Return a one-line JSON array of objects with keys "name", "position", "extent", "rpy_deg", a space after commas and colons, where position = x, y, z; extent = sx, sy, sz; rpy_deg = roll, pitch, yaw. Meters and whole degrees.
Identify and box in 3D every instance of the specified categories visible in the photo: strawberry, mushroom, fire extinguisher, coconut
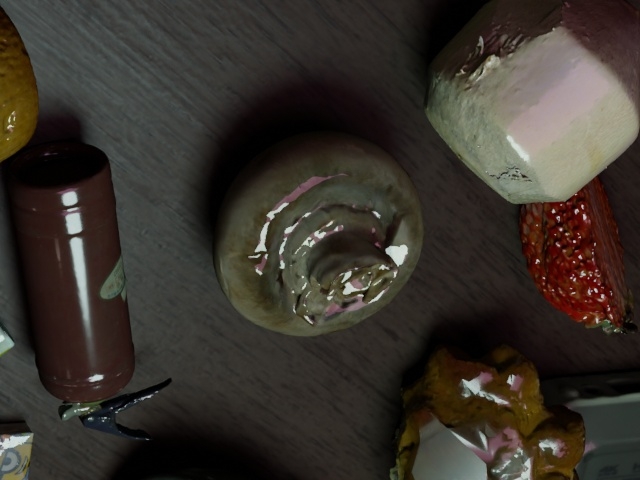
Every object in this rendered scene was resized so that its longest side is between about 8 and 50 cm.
[{"name": "strawberry", "position": [0.277, 0.002, 1.918], "extent": [0.107, 0.175, 0.236], "rpy_deg": [-15, 90, 17]}, {"name": "mushroom", "position": [0.000, 0.000, 1.740], "extent": [0.226, 0.178, 0.226], "rpy_deg": [-8, 123, -12]}, {"name": "fire extinguisher", "position": [-0.225, 0.070, 1.712], "extent": [0.138, 0.102, 0.344], "rpy_deg": [-17, 123, -20]}, {"name": "coconut", "position": [0.229, -0.162, 1.749], "extent": [0.224, 0.224, 0.234], "rpy_deg": [33, 102, -36]}]

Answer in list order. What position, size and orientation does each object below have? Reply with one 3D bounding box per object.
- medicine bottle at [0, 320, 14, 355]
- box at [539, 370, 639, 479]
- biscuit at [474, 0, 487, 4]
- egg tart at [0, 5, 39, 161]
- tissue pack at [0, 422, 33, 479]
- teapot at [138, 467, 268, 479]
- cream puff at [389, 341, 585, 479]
[{"name": "medicine bottle", "position": [-0.351, 0.109, 1.704], "extent": [0.083, 0.047, 0.047], "rpy_deg": [-37, 127, -4]}, {"name": "box", "position": [0.390, 0.336, 2.177], "extent": [0.367, 0.090, 0.373], "rpy_deg": [-3, 119, -26]}, {"name": "biscuit", "position": [0.217, -0.358, 1.749], "extent": [0.231, 0.016, 0.139], "rpy_deg": [-43, 126, 1]}, {"name": "egg tart", "position": [-0.346, -0.131, 1.502], "extent": [0.147, 0.202, 0.202], "rpy_deg": [-24, 126, -31]}, {"name": "tissue pack", "position": [-0.345, 0.224, 1.778], "extent": [0.083, 0.035, 0.063], "rpy_deg": [-2, 115, -27]}, {"name": "teapot", "position": [-0.067, 0.390, 1.855], "extent": [0.239, 0.321, 0.239], "rpy_deg": [-2, 134, -49]}, {"name": "cream puff", "position": [0.180, 0.252, 1.962], "extent": [0.241, 0.155, 0.269], "rpy_deg": [37, 106, -1]}]
